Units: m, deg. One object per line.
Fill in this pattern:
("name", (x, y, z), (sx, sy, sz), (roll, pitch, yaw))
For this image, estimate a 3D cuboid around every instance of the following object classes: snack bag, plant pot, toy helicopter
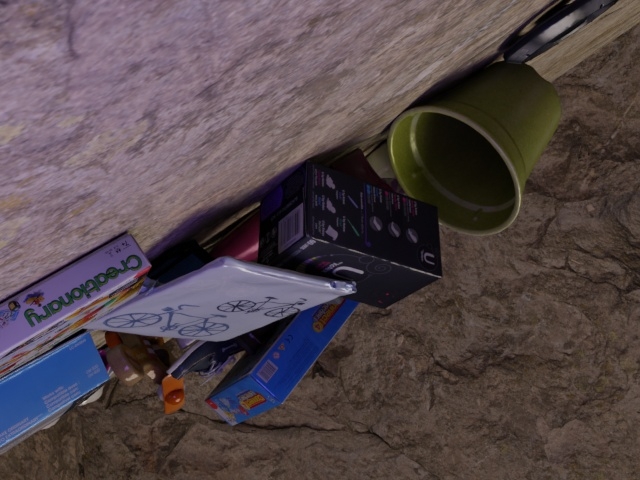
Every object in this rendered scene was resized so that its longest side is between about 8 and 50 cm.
("snack bag", (-0.164, 0.096, 1.284), (0.342, 0.037, 0.323), (-23, 156, 34))
("plant pot", (0.306, -0.194, 1.490), (0.254, 0.276, 0.276), (-45, -176, -30))
("toy helicopter", (-0.362, 0.259, 1.671), (0.140, 0.235, 0.355), (-33, 177, 0))

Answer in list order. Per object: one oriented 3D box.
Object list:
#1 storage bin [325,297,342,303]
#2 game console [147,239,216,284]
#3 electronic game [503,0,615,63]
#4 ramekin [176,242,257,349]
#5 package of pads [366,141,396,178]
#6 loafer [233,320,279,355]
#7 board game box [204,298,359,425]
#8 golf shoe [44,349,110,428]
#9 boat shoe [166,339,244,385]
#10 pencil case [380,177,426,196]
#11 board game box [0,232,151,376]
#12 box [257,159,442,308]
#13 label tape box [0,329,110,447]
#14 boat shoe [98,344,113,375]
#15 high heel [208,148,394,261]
("storage bin", (-0.019, 0.076, 1.528), (0.135, 0.098, 0.091), (0, 158, 17))
("game console", (-0.237, 0.060, 1.310), (0.122, 0.071, 0.107), (-35, 177, 21))
("electronic game", (0.415, -0.375, 1.379), (0.229, 0.048, 0.229), (-33, 179, -1))
("ramekin", (-0.199, 0.091, 1.638), (0.277, 0.135, 0.277), (-32, 178, -2))
("package of pads", (0.186, -0.173, 1.794), (0.229, 0.101, 0.296), (-30, 177, -29))
("loafer", (-0.130, 0.165, 1.638), (0.078, 0.080, 0.220), (-44, -176, 11))
("board game box", (-0.078, 0.228, 1.694), (0.308, 0.086, 0.302), (-49, -175, -31))
("golf shoe", (-0.611, 0.344, 1.909), (0.140, 0.115, 0.306), (-52, 171, 22))
("boat shoe", (-0.220, 0.234, 1.651), (0.095, 0.079, 0.254), (-35, 177, 24))
("pencil case", (0.114, -0.089, 1.607), (0.088, 0.206, 0.086), (-81, 175, -51))
("board game box", (-0.353, 0.106, 0.963), (0.305, 0.053, 0.193), (-32, 178, -21))
("box", (0.048, -0.001, 1.345), (0.270, 0.143, 0.165), (17, 148, -29))
("label tape box", (-0.557, 0.307, 1.578), (0.249, 0.115, 0.348), (-31, 178, -35))
("boat shoe", (-0.549, 0.306, 2.103), (0.228, 0.080, 0.076), (-41, 176, 2))
("high heel", (-0.024, -0.003, 1.479), (0.377, 0.181, 0.127), (-33, 177, -5))
